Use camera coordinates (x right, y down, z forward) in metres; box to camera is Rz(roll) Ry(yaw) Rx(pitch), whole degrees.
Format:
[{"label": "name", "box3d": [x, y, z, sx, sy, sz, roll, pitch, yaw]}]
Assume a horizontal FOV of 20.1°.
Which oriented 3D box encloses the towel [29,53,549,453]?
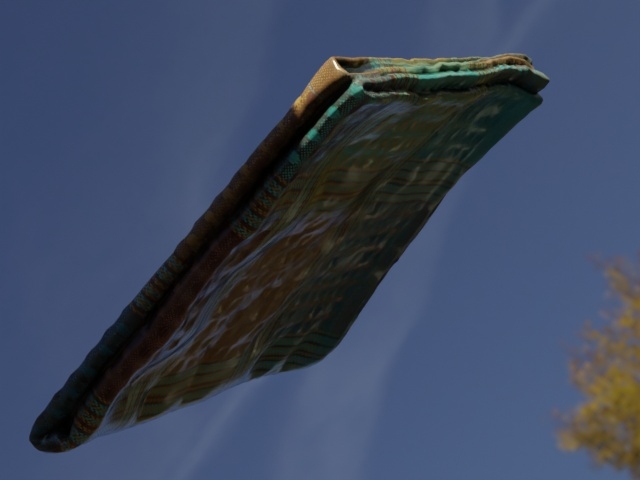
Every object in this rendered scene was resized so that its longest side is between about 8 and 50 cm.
[{"label": "towel", "box3d": [0.000, 0.000, 1.059, 0.271, 0.040, 0.370, -51, -12, 17]}]
